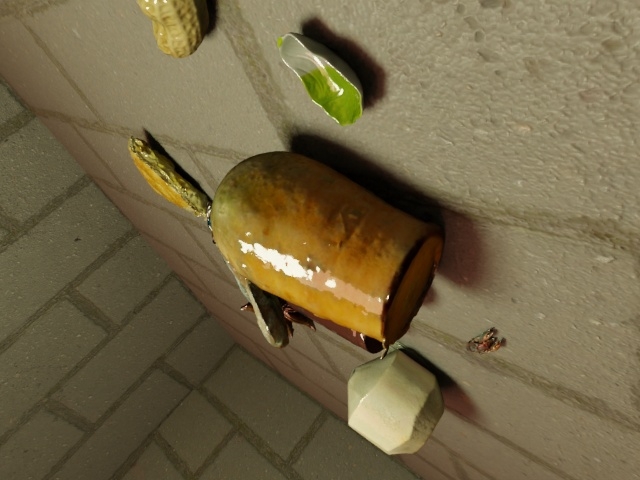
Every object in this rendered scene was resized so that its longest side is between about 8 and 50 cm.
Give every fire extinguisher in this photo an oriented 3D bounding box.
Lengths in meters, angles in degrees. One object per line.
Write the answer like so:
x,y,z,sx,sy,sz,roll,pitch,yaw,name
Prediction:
0.010,0.143,1.081,0.337,0.135,0.114,22,108,42,fire extinguisher

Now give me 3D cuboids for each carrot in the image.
0.000,0.000,0.716,0.341,0.224,0.224,26,153,25,carrot

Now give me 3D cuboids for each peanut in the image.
-0.201,-0.325,0.636,0.083,0.093,0.194,28,155,1,peanut

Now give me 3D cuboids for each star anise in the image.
-0.121,0.187,1.426,0.272,0.102,0.271,11,127,15,star anise

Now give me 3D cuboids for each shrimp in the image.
-0.187,0.096,1.221,0.221,0.110,0.445,-115,2,-76,shrimp
0.290,0.182,0.813,0.038,0.029,0.092,39,154,11,shrimp

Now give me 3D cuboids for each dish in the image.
0.009,-0.207,0.566,0.137,0.039,0.091,45,163,-3,dish

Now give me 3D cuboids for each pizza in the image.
-0.413,-0.155,1.336,0.288,0.075,0.280,38,162,6,pizza

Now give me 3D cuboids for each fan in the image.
0.194,0.267,1.154,0.191,0.009,0.329,24,152,40,fan

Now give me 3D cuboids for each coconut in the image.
0.171,0.379,1.116,0.241,0.241,0.241,35,157,18,coconut
